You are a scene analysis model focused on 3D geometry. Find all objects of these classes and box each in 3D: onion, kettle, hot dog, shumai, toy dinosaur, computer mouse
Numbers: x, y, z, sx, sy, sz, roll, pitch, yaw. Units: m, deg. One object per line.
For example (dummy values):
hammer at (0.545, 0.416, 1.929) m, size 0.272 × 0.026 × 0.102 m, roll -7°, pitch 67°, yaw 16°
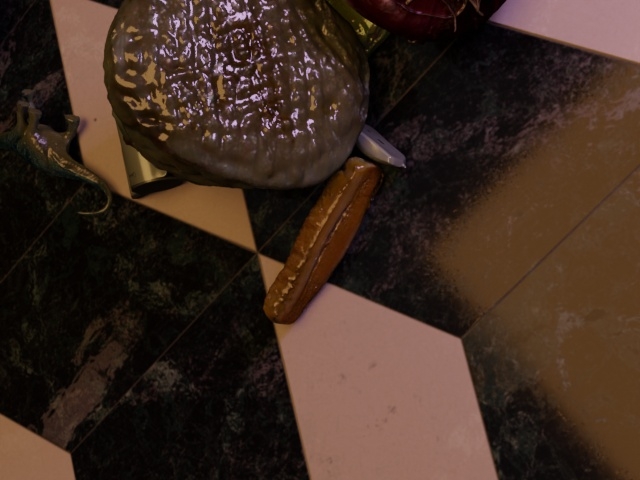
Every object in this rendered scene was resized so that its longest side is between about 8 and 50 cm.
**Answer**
onion at (0.136, -0.434, 1.715) m, size 0.232 × 0.314 × 0.314 m, roll 16°, pitch 94°, yaw 62°
kettle at (-0.292, -0.155, 2.015) m, size 0.127 × 0.098 × 0.148 m, roll -14°, pitch 83°, yaw 21°
hot dog at (-0.001, 0.000, 1.859) m, size 0.068 × 0.083 × 0.289 m, roll 43°, pitch 106°, yaw 44°
shumai at (-0.153, -0.219, 1.836) m, size 0.323 × 0.397 × 0.324 m, roll 161°, pitch 116°, yaw -65°
toy dinosaur at (-0.486, -0.170, 2.136) m, size 0.363 × 0.076 × 0.147 m, roll 25°, pitch 117°, yaw 29°
computer mouse at (0.085, -0.135, 1.834) m, size 0.110 × 0.056 × 0.032 m, roll 43°, pitch 115°, yaw 22°

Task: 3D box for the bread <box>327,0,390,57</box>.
bread at (-0.007, -0.391, 1.911) m, size 0.301 × 0.045 × 0.301 m, roll -3°, pitch 83°, yaw 29°
